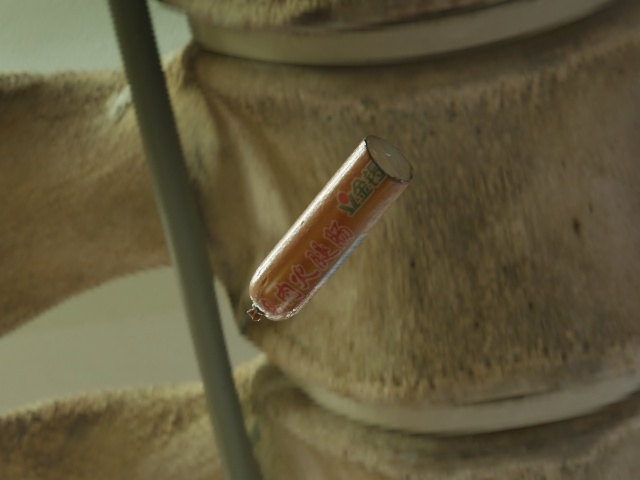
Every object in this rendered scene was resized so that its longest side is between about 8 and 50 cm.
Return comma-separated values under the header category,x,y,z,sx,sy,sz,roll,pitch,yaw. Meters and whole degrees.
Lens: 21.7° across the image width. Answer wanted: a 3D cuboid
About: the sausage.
category,x,y,z,sx,sy,sz,roll,pitch,yaw
sausage,0.000,0.000,0.769,0.031,0.031,0.107,34,-68,-15
